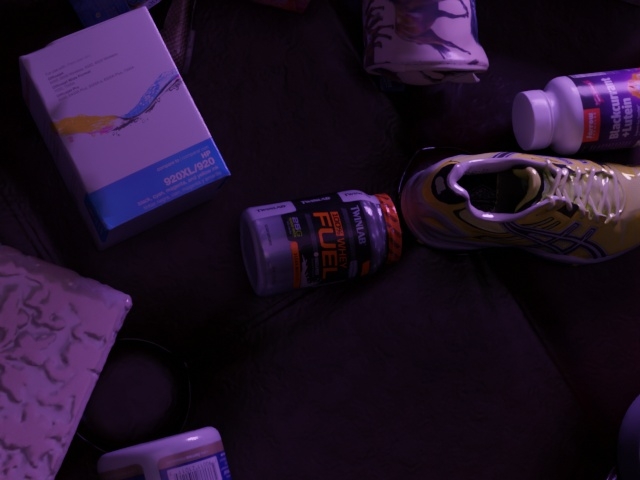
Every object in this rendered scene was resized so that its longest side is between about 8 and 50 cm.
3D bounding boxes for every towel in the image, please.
[{"bbox_3d":[-0.437,0.150,1.579,0.332,0.053,0.317,22,78,-5],"label":"towel"}]

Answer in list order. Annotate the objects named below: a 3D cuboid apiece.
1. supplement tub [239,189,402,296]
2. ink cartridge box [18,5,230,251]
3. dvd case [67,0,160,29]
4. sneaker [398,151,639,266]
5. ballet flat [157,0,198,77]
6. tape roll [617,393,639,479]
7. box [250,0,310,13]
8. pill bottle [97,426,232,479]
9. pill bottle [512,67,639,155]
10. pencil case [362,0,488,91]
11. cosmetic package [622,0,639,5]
[{"bbox_3d":[0.000,0.000,1.666,0.190,0.117,0.117,-11,84,-13],"label":"supplement tub"},{"bbox_3d":[-0.244,-0.134,1.608,0.168,0.171,0.232,-26,88,-15],"label":"ink cartridge box"},{"bbox_3d":[-0.225,-0.386,1.660,0.253,0.022,0.180,-34,69,6],"label":"dvd case"},{"bbox_3d":[0.303,-0.044,1.722,0.385,0.147,0.145,-3,80,-13],"label":"sneaker"},{"bbox_3d":[-0.184,-0.335,1.703,0.058,0.084,0.249,8,85,-12],"label":"ballet flat"},{"bbox_3d":[0.512,0.286,1.752,0.219,0.072,0.219,2,82,-12],"label":"tape roll"},{"bbox_3d":[-0.049,-0.446,1.722,0.128,0.122,0.256,13,79,-10],"label":"box"},{"bbox_3d":[-0.163,0.366,1.556,0.153,0.153,0.264,-13,84,-13],"label":"pill bottle"},{"bbox_3d":[0.363,-0.172,1.773,0.193,0.108,0.108,-8,83,-13],"label":"pill bottle"},{"bbox_3d":[0.131,-0.405,1.716,0.160,0.183,0.410,-3,87,23],"label":"pencil case"},{"bbox_3d":[0.360,-0.430,1.792,0.296,0.153,0.129,13,80,-8],"label":"cosmetic package"}]
